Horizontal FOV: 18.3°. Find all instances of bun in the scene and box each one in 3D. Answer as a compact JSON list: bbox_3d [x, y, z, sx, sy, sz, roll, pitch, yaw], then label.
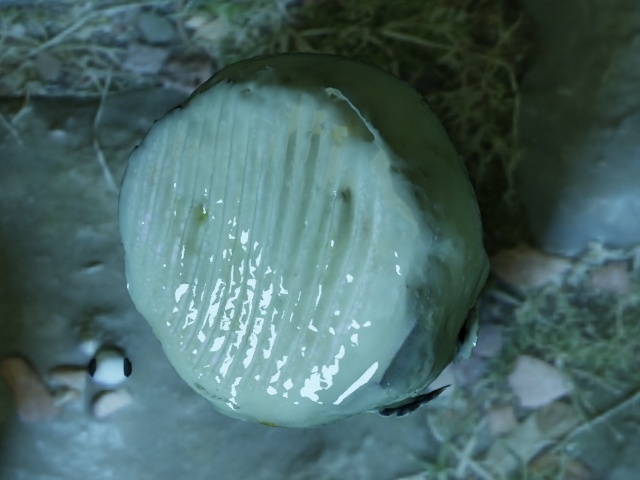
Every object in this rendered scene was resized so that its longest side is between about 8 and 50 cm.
[{"bbox_3d":[0.000,0.000,1.205,0.239,0.141,0.239,9,107,32],"label":"bun"}]
